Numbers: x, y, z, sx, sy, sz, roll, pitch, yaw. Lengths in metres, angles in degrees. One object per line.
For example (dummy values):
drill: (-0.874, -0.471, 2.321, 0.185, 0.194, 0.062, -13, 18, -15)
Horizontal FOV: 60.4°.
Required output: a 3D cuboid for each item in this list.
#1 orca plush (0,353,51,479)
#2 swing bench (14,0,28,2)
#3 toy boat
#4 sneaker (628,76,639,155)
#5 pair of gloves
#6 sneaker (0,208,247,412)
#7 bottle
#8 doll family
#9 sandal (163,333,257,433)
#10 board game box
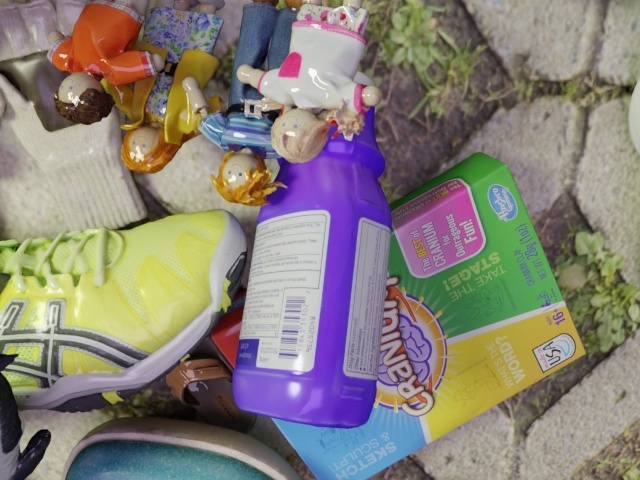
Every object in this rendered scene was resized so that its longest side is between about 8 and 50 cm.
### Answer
orca plush: (-0.276, 0.130, 0.360, 0.102, 0.151, 0.287, 44, 143, 14)
swing bench: (-0.352, -0.175, 0.282, 0.254, 0.253, 0.165, 35, 95, -9)
toy boat: (-0.140, 0.338, 0.562, 0.267, 0.148, 0.319, 11, 111, -1)
sneaker: (0.390, -0.053, 0.525, 0.114, 0.152, 0.305, -18, 110, -1)
pair of gloves: (-0.285, -0.086, 0.458, 0.240, 0.042, 0.204, -8, 111, -6)
sneaker: (-0.245, 0.058, 0.447, 0.384, 0.145, 0.147, -23, 128, -3)
bottle: (0.000, 0.000, 0.449, 0.092, 0.118, 0.283, 18, 71, -37)
doll family: (-0.074, -0.114, 0.419, 0.262, 0.118, 0.163, 12, 85, 15)
sandal: (-0.124, 0.144, 0.560, 0.072, 0.049, 0.180, -33, 112, 4)
board game box: (0.085, 0.095, 0.571, 0.316, 0.064, 0.242, -31, 111, 2)
